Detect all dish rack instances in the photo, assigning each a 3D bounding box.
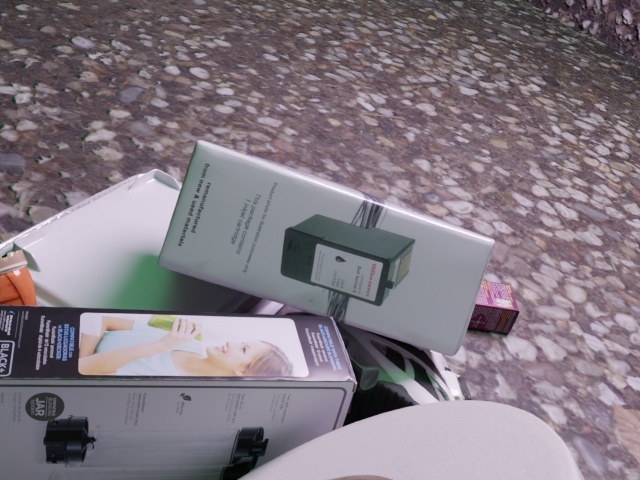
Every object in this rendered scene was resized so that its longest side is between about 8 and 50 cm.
[{"bbox_3d":[-0.194,0.024,0.899,0.285,0.072,0.333,27,34,16],"label":"dish rack"}]

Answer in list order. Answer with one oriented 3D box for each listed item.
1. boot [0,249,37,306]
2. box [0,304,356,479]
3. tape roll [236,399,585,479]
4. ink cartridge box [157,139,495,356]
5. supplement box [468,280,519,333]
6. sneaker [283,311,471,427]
[{"bbox_3d":[-0.352,0.076,0.758,0.158,0.084,0.059,-21,6,-4],"label":"boot"},{"bbox_3d":[-0.132,0.149,0.659,0.290,0.169,0.087,3,33,-17],"label":"box"},{"bbox_3d":[-0.022,0.225,0.437,0.392,0.392,0.072,-35,98,-50],"label":"tape roll"},{"bbox_3d":[0.000,0.000,0.791,0.289,0.121,0.211,18,5,-8],"label":"ink cartridge box"},{"bbox_3d":[0.207,0.083,1.008,0.083,0.043,0.055,10,34,-8],"label":"supplement box"},{"bbox_3d":[0.102,0.165,0.772,0.146,0.122,0.330,-9,38,-37],"label":"sneaker"}]
